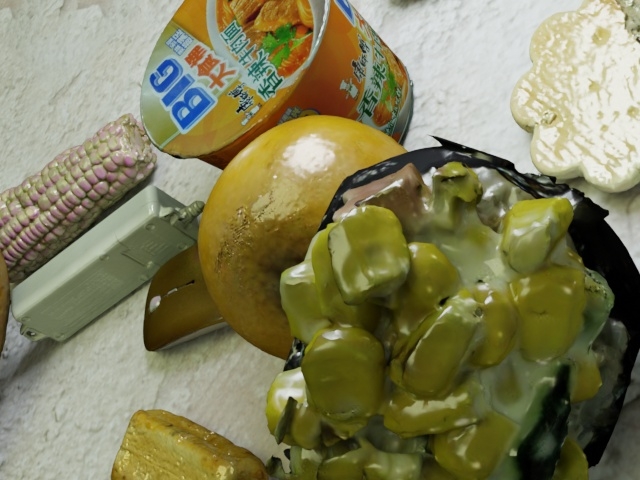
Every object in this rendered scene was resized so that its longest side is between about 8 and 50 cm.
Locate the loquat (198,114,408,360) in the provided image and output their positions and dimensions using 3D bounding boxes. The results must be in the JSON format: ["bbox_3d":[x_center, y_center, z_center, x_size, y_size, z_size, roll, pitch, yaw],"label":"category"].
[{"bbox_3d":[0.000,0.000,1.258,0.263,0.263,0.263,-21,54,32],"label":"loquat"}]

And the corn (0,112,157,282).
[{"bbox_3d":[-0.377,-0.062,1.750,0.335,0.126,0.127,-33,48,17],"label":"corn"}]

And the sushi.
[{"bbox_3d":[0.122,0.091,1.009,0.285,0.328,0.328,-58,-12,-85],"label":"sushi"}]

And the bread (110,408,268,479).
[{"bbox_3d":[-0.151,0.270,1.373,0.211,0.083,0.114,20,86,46],"label":"bread"}]

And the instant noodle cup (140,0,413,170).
[{"bbox_3d":[-0.041,-0.182,1.438,0.296,0.214,0.296,-21,54,32],"label":"instant noodle cup"}]

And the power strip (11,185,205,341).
[{"bbox_3d":[-0.287,0.031,1.623,0.338,0.098,0.058,-34,45,23],"label":"power strip"}]

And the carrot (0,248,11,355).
[{"bbox_3d":[-0.548,0.144,1.652,0.224,0.224,0.341,5,90,43],"label":"carrot"}]

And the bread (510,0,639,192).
[{"bbox_3d":[0.290,-0.151,1.250,0.181,0.039,0.251,-36,47,22],"label":"bread"}]

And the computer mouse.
[{"bbox_3d":[-0.143,0.064,1.508,0.245,0.056,0.126,-22,53,34],"label":"computer mouse"}]
